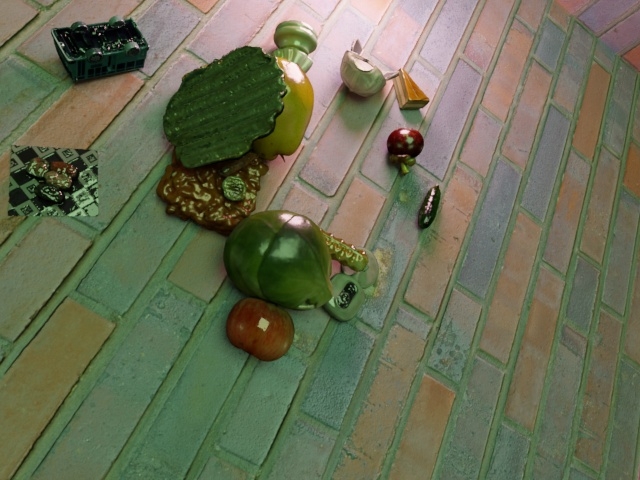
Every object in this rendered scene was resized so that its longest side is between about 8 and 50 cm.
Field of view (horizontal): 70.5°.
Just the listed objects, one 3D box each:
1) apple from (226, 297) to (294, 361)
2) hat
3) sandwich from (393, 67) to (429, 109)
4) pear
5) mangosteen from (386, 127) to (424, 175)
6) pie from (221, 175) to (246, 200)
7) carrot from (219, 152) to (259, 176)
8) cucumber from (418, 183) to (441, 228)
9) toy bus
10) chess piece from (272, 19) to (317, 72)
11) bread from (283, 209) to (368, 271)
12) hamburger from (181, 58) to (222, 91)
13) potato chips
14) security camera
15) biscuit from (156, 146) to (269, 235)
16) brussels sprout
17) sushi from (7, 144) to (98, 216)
[{"bbox_3d":[-0.181,0.269,1.370,0.209,0.209,0.164,25,77,-15],"label":"apple"},{"bbox_3d":[0.183,-0.692,1.849,0.232,0.161,0.275,40,39,-6],"label":"hat"},{"bbox_3d":[0.390,-0.655,1.959,0.113,0.079,0.164,-6,75,-27],"label":"sandwich"},{"bbox_3d":[-0.162,-0.455,1.560,0.284,0.337,0.285,7,37,-5],"label":"pear"},{"bbox_3d":[0.331,-0.366,1.829,0.155,0.182,0.145,-6,33,-41],"label":"mangosteen"},{"bbox_3d":[-0.273,-0.165,1.435,0.084,0.020,0.085,7,73,-25],"label":"pie"},{"bbox_3d":[-0.257,-0.249,1.461,0.165,0.035,0.036,-34,90,-32],"label":"carrot"},{"bbox_3d":[0.447,-0.141,1.839,0.069,0.069,0.228,32,61,-12],"label":"cucumber"},{"bbox_3d":[-0.694,-0.602,1.432,0.256,0.147,0.128,-28,86,-33],"label":"toy bus"},{"bbox_3d":[-0.109,-0.655,1.715,0.175,0.175,0.299,11,83,-20],"label":"chess piece"},{"bbox_3d":[0.000,0.000,1.566,0.367,0.077,0.084,29,71,-3],"label":"bread"},{"bbox_3d":[-0.352,-0.558,1.580,0.261,0.124,0.131,-30,88,-27],"label":"hamburger"},{"bbox_3d":[-0.297,-0.405,1.390,0.428,0.070,0.359,-21,72,9],"label":"potato chips"},{"bbox_3d":[0.115,0.143,1.604,0.157,0.080,0.302,41,60,-7],"label":"security camera"},{"bbox_3d":[-0.353,-0.192,1.479,0.317,0.110,0.312,21,68,-17],"label":"biscuit"},{"bbox_3d":[-0.112,0.064,1.402,0.355,0.281,0.289,49,55,-16],"label":"brussels sprout"},{"bbox_3d":[-0.779,-0.182,1.324,0.231,0.047,0.220,-1,75,-24],"label":"sushi"}]
